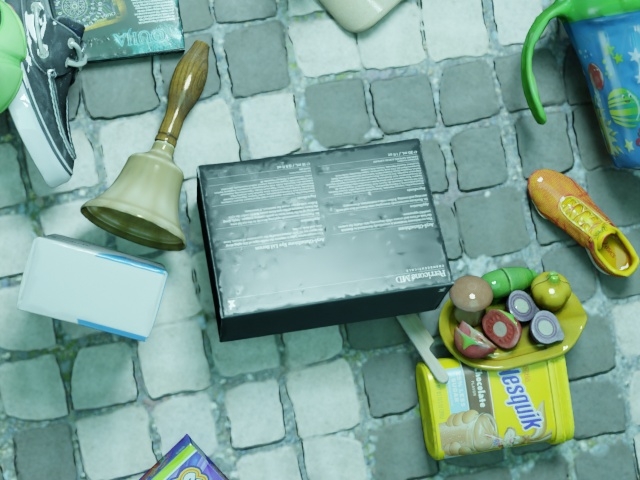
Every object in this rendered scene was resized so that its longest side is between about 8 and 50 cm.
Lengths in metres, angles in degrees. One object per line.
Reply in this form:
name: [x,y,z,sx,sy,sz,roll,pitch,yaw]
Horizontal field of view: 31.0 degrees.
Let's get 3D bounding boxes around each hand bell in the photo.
hand bell: [-0.173,-0.121,1.327,0.126,0.126,0.242,21,74,-8]

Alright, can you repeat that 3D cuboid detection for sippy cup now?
sippy cup: [0.412,-0.206,1.365,0.240,0.305,0.224,-26,108,-52]

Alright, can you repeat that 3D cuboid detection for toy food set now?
toy food set: [0.210,0.083,1.358,0.218,0.071,0.128,-14,51,-10]

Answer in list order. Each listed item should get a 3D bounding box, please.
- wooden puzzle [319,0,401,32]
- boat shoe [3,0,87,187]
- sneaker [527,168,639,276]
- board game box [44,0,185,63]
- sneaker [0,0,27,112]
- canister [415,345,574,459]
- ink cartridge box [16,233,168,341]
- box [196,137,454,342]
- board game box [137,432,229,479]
wooden puzzle: [0.066,-0.476,1.373,0.348,0.080,0.322,-43,96,-8]
boat shoe: [-0.306,-0.212,1.270,0.102,0.108,0.301,-17,85,-5]
sneaker: [0.326,-0.026,1.413,0.175,0.067,0.064,42,84,-5]
board game box: [-0.258,-0.270,1.341,0.186,0.026,0.126,-8,92,-9]
sneaker: [-0.541,-0.218,1.166,0.482,0.202,0.185,2,88,15]
canister: [0.207,0.192,1.386,0.170,0.073,0.126,-8,90,-8]
ink cartridge box: [-0.244,0.047,1.253,0.139,0.190,0.082,16,88,-8]
box: [0.000,0.000,1.316,0.261,0.103,0.184,-7,67,-9]
board game box: [-0.200,0.427,1.309,0.347,0.078,0.233,-43,95,-8]
